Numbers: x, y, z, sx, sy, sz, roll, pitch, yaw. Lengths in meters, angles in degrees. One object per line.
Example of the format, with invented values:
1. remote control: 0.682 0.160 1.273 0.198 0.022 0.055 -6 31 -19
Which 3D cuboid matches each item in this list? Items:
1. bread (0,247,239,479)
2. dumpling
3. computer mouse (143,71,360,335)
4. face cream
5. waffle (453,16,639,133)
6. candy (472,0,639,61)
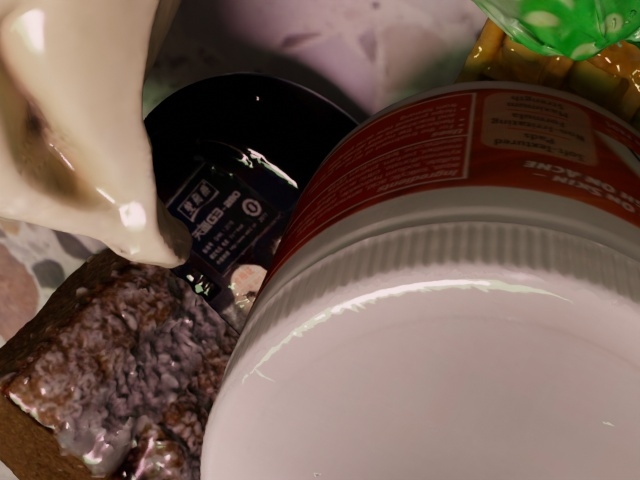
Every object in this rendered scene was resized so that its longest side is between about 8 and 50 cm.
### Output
1. bread: -0.050 0.199 0.727 0.113 0.165 0.416 -21 114 42
2. dumpling: -0.187 -0.165 0.481 0.315 0.233 0.395 11 128 61
3. computer mouse: 0.000 0.000 0.594 0.233 0.096 0.137 45 124 -8
4. face cream: 0.068 0.054 0.437 0.201 0.187 0.201 4 117 9
5. waffle: 0.158 -0.086 0.475 0.160 0.055 0.211 29 132 5
6. candy: 0.168 -0.043 0.420 0.323 0.097 0.097 44 132 -19
